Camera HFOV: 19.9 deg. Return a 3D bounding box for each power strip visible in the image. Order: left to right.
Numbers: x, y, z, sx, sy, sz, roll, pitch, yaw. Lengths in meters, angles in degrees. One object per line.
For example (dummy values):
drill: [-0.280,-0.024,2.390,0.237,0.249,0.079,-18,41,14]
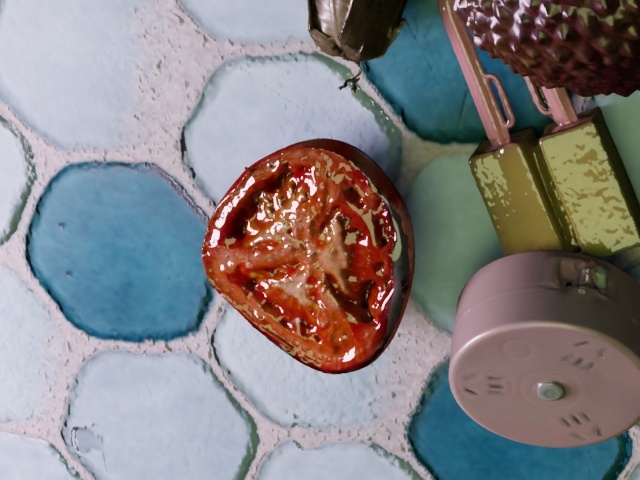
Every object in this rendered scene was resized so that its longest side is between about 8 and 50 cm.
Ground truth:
power strip: [0.171,0.080,1.336,0.154,0.078,0.154,7,139,6]

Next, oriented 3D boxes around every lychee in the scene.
lychee: [0.190,-0.178,1.195,0.188,0.188,0.188,7,115,14]

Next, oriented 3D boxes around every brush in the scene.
brush: [0.149,-0.092,1.313,0.103,0.047,0.233,-17,106,23]

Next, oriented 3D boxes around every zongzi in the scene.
zongzi: [-0.006,-0.229,1.287,0.184,0.084,0.187,32,124,17]

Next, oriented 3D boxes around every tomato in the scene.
tomato: [0.008,0.000,1.377,0.166,0.082,0.174,38,123,2]
